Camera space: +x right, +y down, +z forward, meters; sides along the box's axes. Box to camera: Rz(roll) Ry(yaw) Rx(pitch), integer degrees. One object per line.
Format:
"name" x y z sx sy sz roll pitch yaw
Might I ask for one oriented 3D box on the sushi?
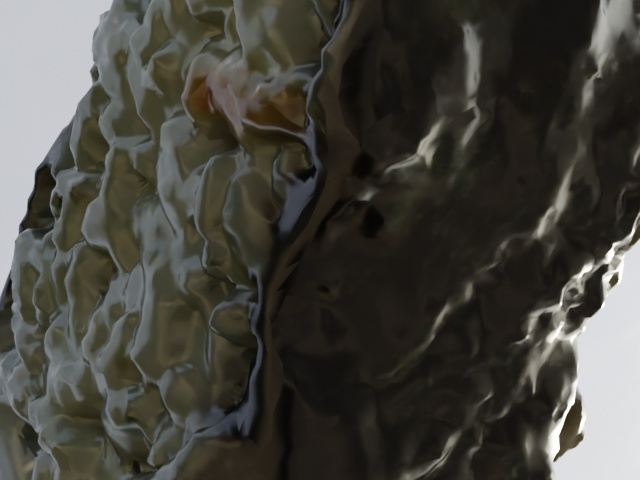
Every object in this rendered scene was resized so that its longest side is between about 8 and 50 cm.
"sushi" 0.000 0.000 0.676 0.171 0.211 0.350 4 -67 -36
